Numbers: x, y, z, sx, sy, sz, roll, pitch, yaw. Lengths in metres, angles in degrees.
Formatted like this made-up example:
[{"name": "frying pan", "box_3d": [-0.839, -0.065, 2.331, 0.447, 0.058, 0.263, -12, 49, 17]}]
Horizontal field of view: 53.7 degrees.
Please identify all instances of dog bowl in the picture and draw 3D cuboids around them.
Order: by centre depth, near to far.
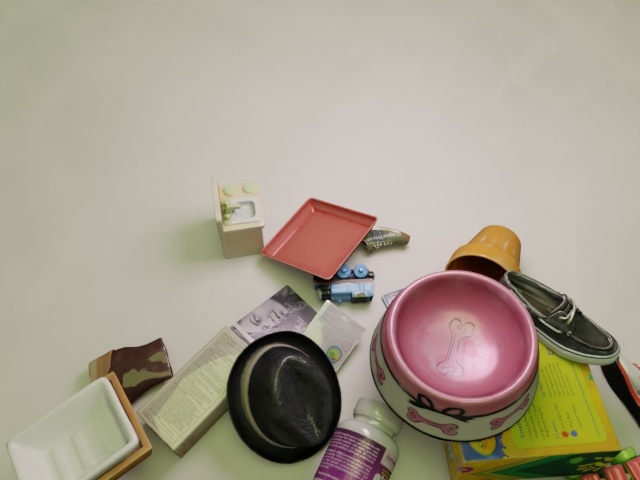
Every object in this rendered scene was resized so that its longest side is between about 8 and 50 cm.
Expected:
[{"name": "dog bowl", "box_3d": [0.320, 0.247, 1.476, 0.408, 0.150, 0.408, -1, 55, 1]}]

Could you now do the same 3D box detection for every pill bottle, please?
[{"name": "pill bottle", "box_3d": [0.090, 0.544, 1.533, 0.169, 0.169, 0.301, 24, 65, 10]}]

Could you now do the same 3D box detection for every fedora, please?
[{"name": "fedora", "box_3d": [-0.067, 0.389, 1.552, 0.334, 0.152, 0.334, 3, 81, -21]}]

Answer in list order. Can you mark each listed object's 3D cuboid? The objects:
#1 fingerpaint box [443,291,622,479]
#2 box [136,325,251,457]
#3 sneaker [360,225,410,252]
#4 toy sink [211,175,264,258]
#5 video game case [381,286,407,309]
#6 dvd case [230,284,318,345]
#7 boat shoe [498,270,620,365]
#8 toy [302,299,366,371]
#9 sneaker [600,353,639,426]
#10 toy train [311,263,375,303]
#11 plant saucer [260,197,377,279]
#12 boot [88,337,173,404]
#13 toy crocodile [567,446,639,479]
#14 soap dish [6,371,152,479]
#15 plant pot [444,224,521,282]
[{"name": "fingerpaint box", "box_3d": [0.478, 0.363, 1.605, 0.371, 0.163, 0.444, -4, 50, -4]}, {"name": "box", "box_3d": [-0.300, 0.387, 1.630, 0.148, 0.121, 0.311, 40, 68, 17]}, {"name": "sneaker", "box_3d": [0.165, 0.002, 1.887, 0.192, 0.064, 0.086, 16, 70, 7]}, {"name": "toy sink", "box_3d": [-0.230, -0.072, 1.813, 0.131, 0.234, 0.152, -9, 62, -6]}, {"name": "video game case", "box_3d": [0.280, 0.193, 1.627, 0.183, 0.023, 0.201, -18, 51, -11]}, {"name": "dvd case", "box_3d": [-0.113, 0.235, 1.746, 0.164, 0.018, 0.221, 42, 54, 18]}, {"name": "boat shoe", "box_3d": [0.583, 0.191, 1.567, 0.335, 0.119, 0.121, 28, 54, 20]}, {"name": "toy", "box_3d": [-0.001, 0.298, 1.718, 0.137, 0.056, 0.237, 38, 72, -3]}, {"name": "sneaker", "box_3d": [0.874, 0.386, 1.688, 0.145, 0.090, 0.270, -22, 68, -14]}, {"name": "toy train", "box_3d": [0.067, 0.127, 1.807, 0.184, 0.080, 0.105, -2, 68, -3]}, {"name": "plant saucer", "box_3d": [0.000, 0.000, 1.837, 0.259, 0.047, 0.258, 19, 55, 33]}, {"name": "boot", "box_3d": [-0.486, 0.385, 1.643, 0.207, 0.090, 0.248, -16, 60, -8]}, {"name": "toy crocodile", "box_3d": [0.730, 0.590, 1.564, 0.341, 0.105, 0.115, -14, 64, -10]}, {"name": "soap dish", "box_3d": [-0.551, 0.482, 1.463, 0.291, 0.118, 0.229, -34, 58, -11]}, {"name": "plant pot", "box_3d": [0.482, 0.060, 1.799, 0.205, 0.205, 0.188, 27, 50, 12]}]
